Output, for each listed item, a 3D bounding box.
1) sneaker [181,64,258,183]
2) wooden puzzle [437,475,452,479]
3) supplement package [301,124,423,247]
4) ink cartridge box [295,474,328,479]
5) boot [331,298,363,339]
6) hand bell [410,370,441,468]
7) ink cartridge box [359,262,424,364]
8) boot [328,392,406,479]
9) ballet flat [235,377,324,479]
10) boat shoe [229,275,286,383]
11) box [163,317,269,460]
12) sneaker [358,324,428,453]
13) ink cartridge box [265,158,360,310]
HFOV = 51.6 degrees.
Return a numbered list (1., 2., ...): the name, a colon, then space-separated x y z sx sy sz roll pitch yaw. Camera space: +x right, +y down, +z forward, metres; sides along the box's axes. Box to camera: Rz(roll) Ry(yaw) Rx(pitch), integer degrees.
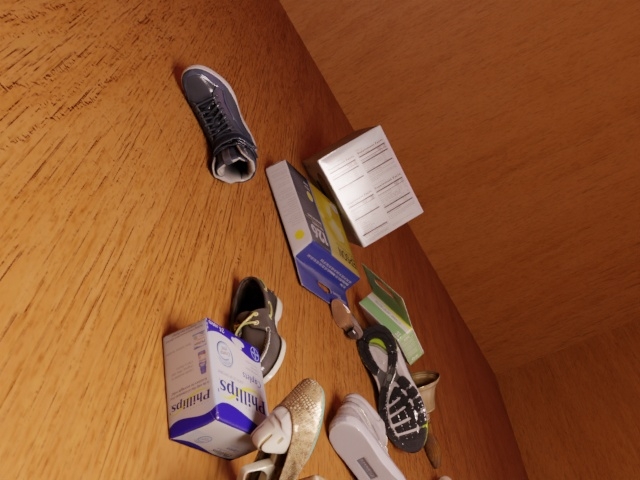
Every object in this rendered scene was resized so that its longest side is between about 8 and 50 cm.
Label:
1. sneaker: -0.188 -0.211 1.237 0.226 0.086 0.163 57 14 -29
2. wooden puzzle: 0.296 0.678 1.523 0.238 0.044 0.221 10 56 -66
3. supplement package: 0.111 -0.149 1.816 0.263 0.198 0.199 61 -9 -12
4. ink cartridge box: -0.028 0.335 0.689 0.235 0.193 0.088 46 26 -48
5. boot: 0.061 0.180 1.541 0.119 0.042 0.087 64 9 -5
6. hand bell: 0.272 0.472 1.702 0.126 0.126 0.242 -34 110 -75
7. ink cartridge box: 0.161 0.183 1.629 0.171 0.056 0.235 42 -14 44
8. boot: 0.111 0.404 1.224 0.258 0.095 0.123 61 22 -9
9. ballet flat: -0.057 0.259 0.778 0.067 0.206 0.073 18 2 -37
10. boat shoe: -0.102 0.133 0.996 0.069 0.081 0.228 54 11 -23
11. box: -0.128 0.187 0.827 0.126 0.072 0.137 44 25 -50
12. sneaker: 0.183 0.347 1.551 0.121 0.111 0.300 45 26 -60
13. ink cartridge box: 0.000 0.000 1.564 0.303 0.072 0.307 40 26 -60
